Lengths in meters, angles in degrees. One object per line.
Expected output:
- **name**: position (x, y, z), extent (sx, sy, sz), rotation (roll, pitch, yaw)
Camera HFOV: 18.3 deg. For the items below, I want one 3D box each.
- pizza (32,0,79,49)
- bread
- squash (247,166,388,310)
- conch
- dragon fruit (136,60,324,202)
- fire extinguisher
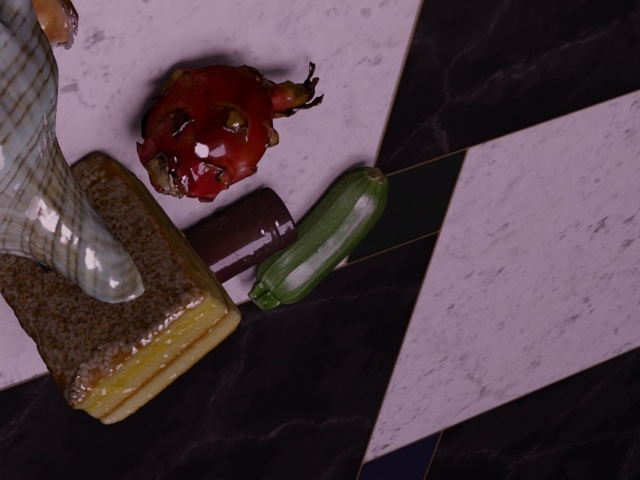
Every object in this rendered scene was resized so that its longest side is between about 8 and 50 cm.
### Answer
- **pizza**: position (-0.316, -0.169, 1.769), extent (0.195, 0.052, 0.185), rotation (-51, 144, 8)
- **bread**: position (-0.212, 0.047, 1.997), extent (0.184, 0.234, 0.110), rotation (-40, 148, 4)
- **squash**: position (0.000, 0.000, 2.325), extent (0.219, 0.068, 0.077), rotation (-45, 165, 10)
- **conch**: position (-0.288, -0.102, 1.609), extent (0.203, 0.386, 0.169), rotation (-36, 171, -6)
- **dragon fruit**: position (-0.085, -0.125, 2.025), extent (0.246, 0.125, 0.125), rotation (-26, 129, -38)
- **fire extinguisher**: position (-0.157, 0.035, 2.211), extent (0.268, 0.072, 0.089), rotation (-30, -178, -14)
